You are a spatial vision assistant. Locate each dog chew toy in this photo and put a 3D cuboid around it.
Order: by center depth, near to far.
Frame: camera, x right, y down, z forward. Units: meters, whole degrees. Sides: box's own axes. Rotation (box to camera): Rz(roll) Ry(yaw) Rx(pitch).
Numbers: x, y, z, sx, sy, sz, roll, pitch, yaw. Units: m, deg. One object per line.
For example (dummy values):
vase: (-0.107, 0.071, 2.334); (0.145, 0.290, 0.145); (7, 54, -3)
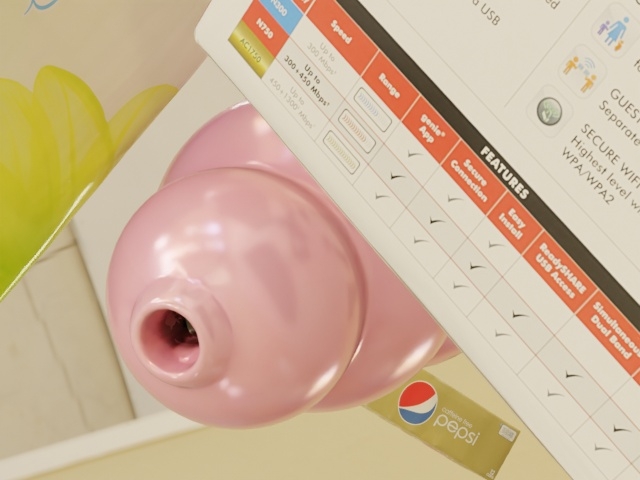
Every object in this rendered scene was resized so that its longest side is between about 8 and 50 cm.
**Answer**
dog chew toy: (0.000, 0.000, 0.777); (0.332, 0.207, 0.206); (-32, 102, -59)

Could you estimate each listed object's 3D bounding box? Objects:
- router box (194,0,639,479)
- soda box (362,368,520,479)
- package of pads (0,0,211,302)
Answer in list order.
router box: (0.153, -0.056, 0.379); (0.082, 0.301, 0.335); (-17, 61, -50)
soda box: (0.095, 0.154, 1.299); (0.181, 0.061, 0.058); (34, 82, -26)
package of pads: (-0.204, -0.083, 0.738); (0.101, 0.296, 0.229); (36, -4, 36)
